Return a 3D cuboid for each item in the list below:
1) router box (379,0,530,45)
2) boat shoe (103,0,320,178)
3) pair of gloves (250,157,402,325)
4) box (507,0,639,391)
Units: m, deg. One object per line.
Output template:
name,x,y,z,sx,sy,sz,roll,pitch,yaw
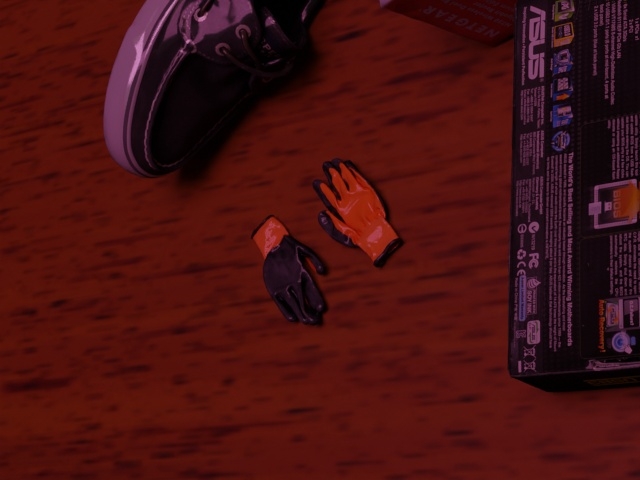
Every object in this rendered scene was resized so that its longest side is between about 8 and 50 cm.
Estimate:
router box,0.130,-0.312,0.689,0.301,0.082,0.335,-31,58,44
boat shoe,-0.035,-0.126,0.811,0.076,0.080,0.228,35,90,41
pair of gloves,0.000,0.000,0.779,0.083,0.010,0.074,-44,54,19
box,0.171,-0.035,0.637,0.184,0.045,0.190,-9,69,33
